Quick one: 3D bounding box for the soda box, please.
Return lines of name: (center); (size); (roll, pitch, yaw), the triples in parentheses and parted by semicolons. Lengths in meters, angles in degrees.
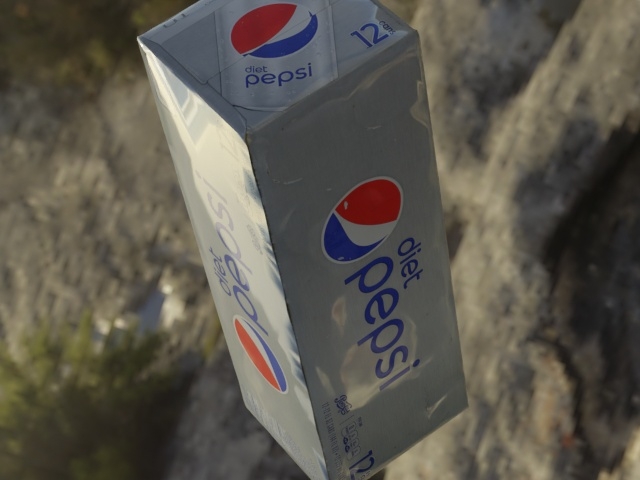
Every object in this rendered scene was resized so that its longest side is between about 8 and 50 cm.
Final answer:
soda box: (0.000, 0.000, 0.916); (0.098, 0.286, 0.091); (-34, 52, -17)
